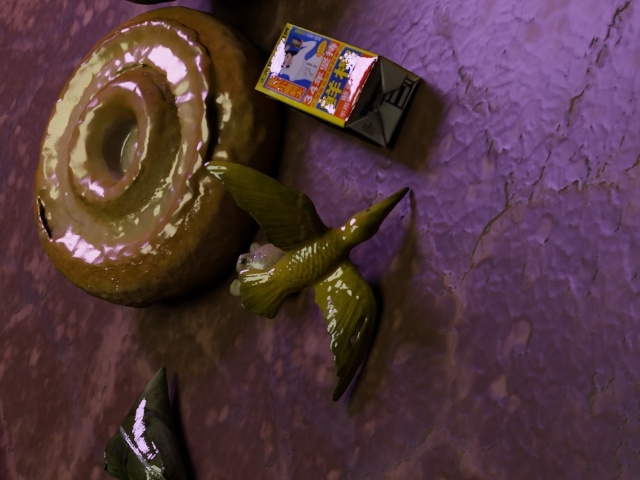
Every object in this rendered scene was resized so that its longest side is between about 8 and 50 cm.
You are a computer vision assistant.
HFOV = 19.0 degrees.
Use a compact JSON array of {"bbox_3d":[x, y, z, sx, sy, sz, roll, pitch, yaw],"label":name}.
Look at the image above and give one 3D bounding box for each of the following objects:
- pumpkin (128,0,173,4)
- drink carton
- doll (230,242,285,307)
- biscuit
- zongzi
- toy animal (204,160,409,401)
[{"bbox_3d":[-0.131,-0.333,1.865,0.260,0.189,0.260,-38,25,21],"label":"pumpkin"},{"bbox_3d":[0.013,-0.135,1.656,0.071,0.056,0.165,-61,33,0],"label":"drink carton"},{"bbox_3d":[-0.051,0.031,1.693,0.093,0.051,0.061,120,160,-76],"label":"doll"},{"bbox_3d":[-0.166,-0.083,1.818,0.296,0.102,0.296,-18,62,38],"label":"biscuit"},{"bbox_3d":[-0.142,0.175,1.740,0.104,0.052,0.113,17,75,50],"label":"zongzi"},{"bbox_3d":[0.000,0.000,1.580,0.155,0.219,0.095,-38,9,-16],"label":"toy animal"}]
